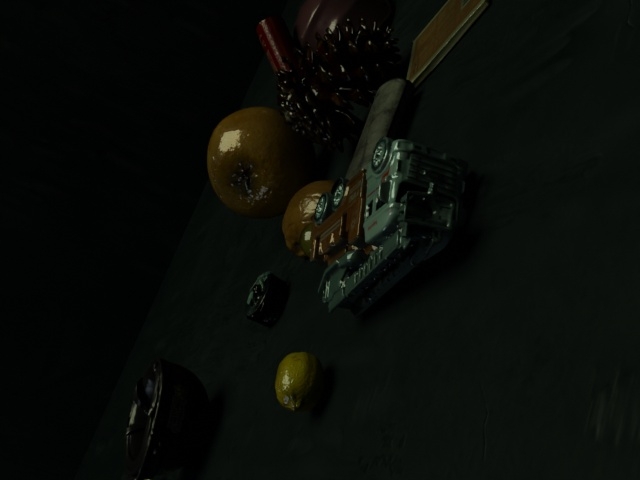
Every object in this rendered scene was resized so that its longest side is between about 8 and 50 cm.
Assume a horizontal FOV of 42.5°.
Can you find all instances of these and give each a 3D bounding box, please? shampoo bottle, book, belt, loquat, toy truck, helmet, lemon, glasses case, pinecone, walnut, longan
[{"bbox_3d":[-0.063,-0.392,2.006,0.076,0.314,0.118,-24,-8,-4],"label":"shampoo bottle"},{"bbox_3d":[0.239,-0.403,1.537,0.241,0.018,0.170,-46,22,45],"label":"book"},{"bbox_3d":[-0.115,0.121,1.741,0.105,0.058,0.140,-56,17,14],"label":"belt"},{"bbox_3d":[-0.141,-0.181,1.922,0.263,0.263,0.263,-55,18,27],"label":"loquat"},{"bbox_3d":[0.096,-0.015,1.183,0.338,0.133,0.184,139,143,-59],"label":"toy truck"},{"bbox_3d":[-0.324,0.398,1.778,0.230,0.161,0.278,-42,41,53],"label":"helmet"},{"bbox_3d":[-0.032,0.223,1.283,0.082,0.082,0.110,-53,23,31],"label":"lemon"},{"bbox_3d":[0.096,-0.155,1.513,0.114,0.060,0.299,-29,38,63],"label":"glasses case"},{"bbox_3d":[0.047,-0.324,1.682,0.292,0.246,0.246,-42,19,4],"label":"pinecone"},{"bbox_3d":[0.033,-0.540,2.081,0.271,0.197,0.338,-61,17,18],"label":"helmet"},{"bbox_3d":[-0.022,-0.060,1.688,0.211,0.087,0.167,-39,25,55],"label":"walnut"},{"bbox_3d":[0.000,0.000,1.575,0.083,0.075,0.075,1,57,26],"label":"longan"}]
